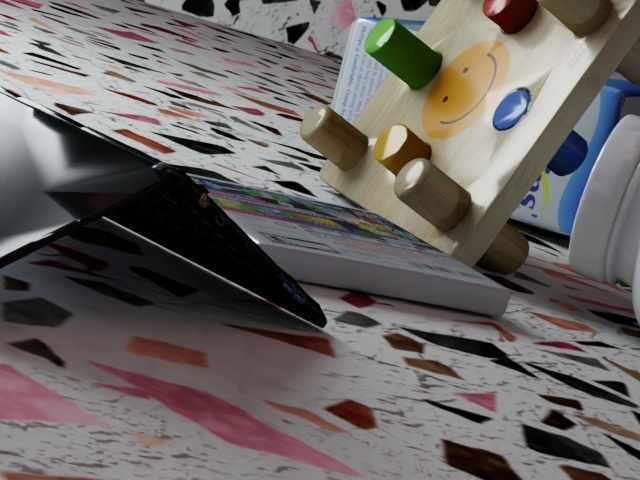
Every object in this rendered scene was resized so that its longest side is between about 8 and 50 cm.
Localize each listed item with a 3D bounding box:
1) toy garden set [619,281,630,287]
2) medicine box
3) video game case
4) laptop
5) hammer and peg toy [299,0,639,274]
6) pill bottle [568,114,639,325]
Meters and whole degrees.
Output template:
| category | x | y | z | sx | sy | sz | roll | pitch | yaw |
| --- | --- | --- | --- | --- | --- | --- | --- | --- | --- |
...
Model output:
| category | x | y | z | sx | sy | sz | roll | pitch | yaw |
| --- | --- | --- | --- | --- | --- | --- | --- | --- | --- |
| toy garden set | 0.336 | -0.039 | 1.395 | 0.203 | 0.244 | 0.049 | 6 | 56 | -50 |
| medicine box | 0.195 | -0.120 | 1.721 | 0.289 | 0.149 | 0.263 | 19 | 13 | 24 |
| video game case | 0.000 | 0.000 | 1.147 | 0.201 | 0.023 | 0.183 | 10 | 12 | -32 |
| laptop | -0.167 | -0.003 | 0.891 | 0.234 | 0.137 | 0.264 | 26 | -13 | 37 |
| hammer and peg toy | 0.157 | -0.159 | 1.354 | 0.127 | 0.361 | 0.266 | 36 | 1 | -30 |
| pill bottle | 0.348 | 0.020 | 1.188 | 0.323 | 0.182 | 0.181 | 22 | 10 | 20 |
